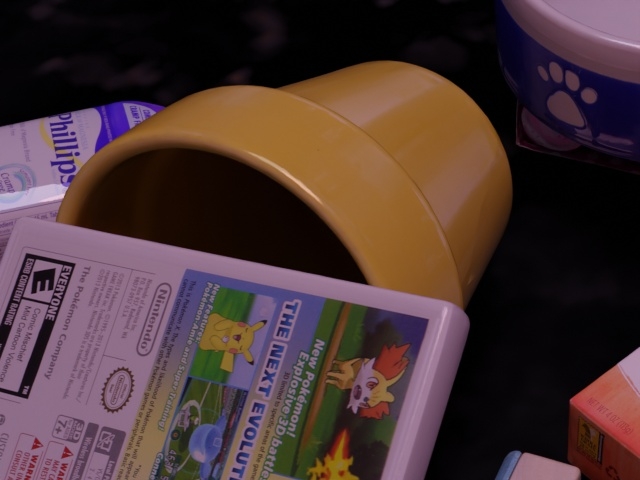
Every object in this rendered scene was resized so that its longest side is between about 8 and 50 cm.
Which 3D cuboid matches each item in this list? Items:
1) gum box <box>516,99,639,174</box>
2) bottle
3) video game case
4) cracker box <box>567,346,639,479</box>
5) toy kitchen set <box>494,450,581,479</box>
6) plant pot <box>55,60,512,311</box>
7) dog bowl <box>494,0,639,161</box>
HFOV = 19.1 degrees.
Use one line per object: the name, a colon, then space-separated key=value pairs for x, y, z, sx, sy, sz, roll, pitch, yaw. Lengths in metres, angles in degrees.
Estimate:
gum box: x=0.251 y=-0.104 z=1.404 sx=0.188 sy=0.062 sz=0.107 roll=15 pitch=48 yaw=19
bottle: x=-0.148 y=-0.042 z=1.363 sx=0.283 sy=0.092 sz=0.118 roll=-12 pitch=44 yaw=-6
video game case: x=-0.099 y=0.165 z=1.051 sx=0.300 sy=0.036 sz=0.329 roll=11 pitch=76 yaw=29
cracker box: x=0.290 y=0.101 z=1.192 sx=0.232 sy=0.067 sz=0.156 roll=-33 pitch=51 yaw=-25
toy kitchen set: x=0.034 y=0.216 z=1.064 sx=0.166 sy=0.122 sz=0.207 roll=15 pitch=48 yaw=20
plant pot: x=0.000 y=0.000 z=1.216 sx=0.254 sy=0.254 sz=0.239 roll=20 pitch=36 yaw=24
dog bowl: x=0.256 y=-0.177 z=1.358 sx=0.265 sy=0.104 sz=0.265 roll=-2 pitch=44 yaw=2
